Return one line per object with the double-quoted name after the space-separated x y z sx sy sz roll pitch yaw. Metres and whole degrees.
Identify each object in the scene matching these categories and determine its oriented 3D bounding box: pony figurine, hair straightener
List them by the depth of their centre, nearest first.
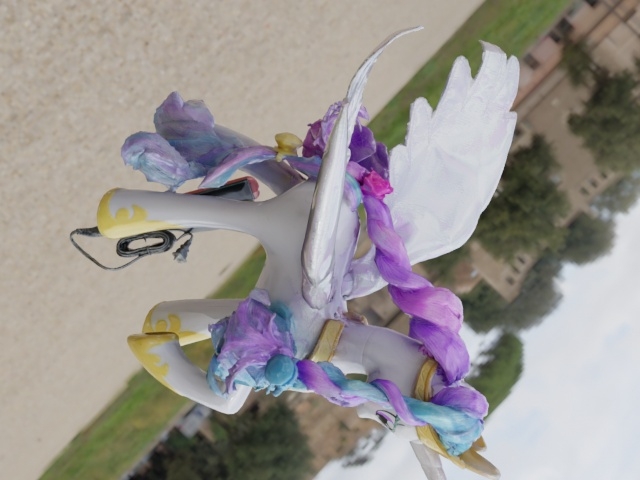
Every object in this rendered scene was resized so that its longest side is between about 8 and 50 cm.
0.000 0.000 0.851 0.303 0.363 0.351 -9 111 -57 "pony figurine"
-0.181 -0.014 1.264 0.230 0.089 0.047 -10 137 -1 "hair straightener"
